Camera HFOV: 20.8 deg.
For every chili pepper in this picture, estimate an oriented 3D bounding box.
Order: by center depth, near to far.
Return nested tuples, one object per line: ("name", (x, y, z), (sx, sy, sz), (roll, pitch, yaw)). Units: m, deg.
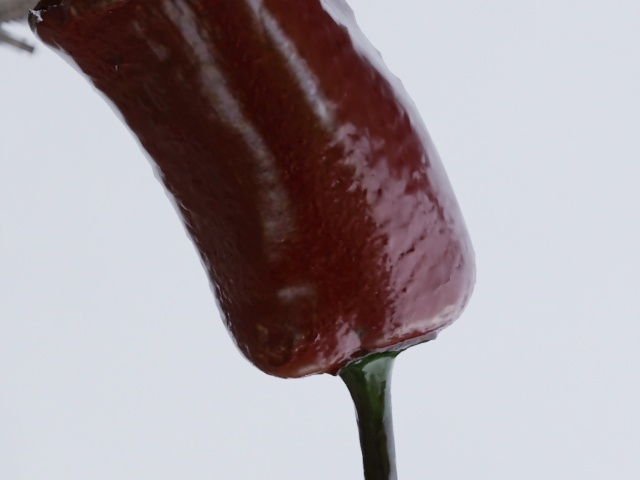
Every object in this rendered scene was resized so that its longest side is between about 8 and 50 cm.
("chili pepper", (0.004, -0.003, 0.839), (0.134, 0.338, 0.131), (-22, -162, 27))
